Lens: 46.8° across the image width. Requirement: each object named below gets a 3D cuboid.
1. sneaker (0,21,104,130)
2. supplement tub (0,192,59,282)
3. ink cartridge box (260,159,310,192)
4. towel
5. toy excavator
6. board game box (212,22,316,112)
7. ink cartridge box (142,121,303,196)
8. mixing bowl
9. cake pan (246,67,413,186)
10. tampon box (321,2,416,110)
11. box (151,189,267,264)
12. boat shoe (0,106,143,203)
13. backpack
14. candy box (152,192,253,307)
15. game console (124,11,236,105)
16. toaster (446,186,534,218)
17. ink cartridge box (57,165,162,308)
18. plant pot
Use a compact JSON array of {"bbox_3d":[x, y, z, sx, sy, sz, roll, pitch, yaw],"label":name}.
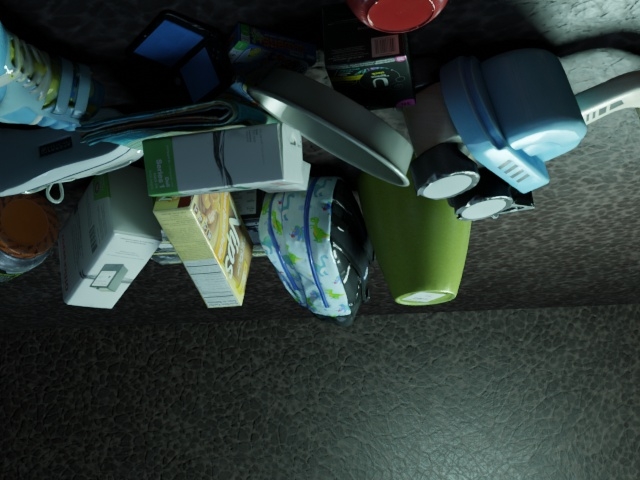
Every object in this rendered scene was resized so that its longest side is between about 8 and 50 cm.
[{"bbox_3d":[-0.423,-0.255,1.092,0.208,0.127,0.319,5,170,-18],"label":"sneaker"},{"bbox_3d":[-0.750,-0.002,1.722,0.194,0.193,0.316,14,156,-43],"label":"supplement tub"},{"bbox_3d":[-0.109,-0.149,1.541,0.109,0.063,0.150,-1,167,36],"label":"ink cartridge box"},{"bbox_3d":[-0.210,-0.187,1.292,0.272,0.040,0.370,-6,-179,13],"label":"towel"},{"bbox_3d":[0.403,-0.213,1.256,0.445,0.222,0.433,-24,155,30],"label":"toy excavator"},{"bbox_3d":[-0.115,-0.275,1.214,0.136,0.035,0.201,7,160,-29],"label":"board game box"},{"bbox_3d":[-0.147,-0.125,1.180,0.220,0.092,0.160,-5,-178,11],"label":"ink cartridge box"},{"bbox_3d":[0.101,-0.335,0.958,0.182,0.098,0.181,-3,163,-1],"label":"mixing bowl"},{"bbox_3d":[0.023,-0.180,1.159,0.293,0.054,0.293,30,180,0],"label":"cake pan"},{"bbox_3d":[0.076,-0.277,1.127,0.121,0.101,0.161,-6,163,11],"label":"tampon box"},{"bbox_3d":[-0.283,-0.029,1.860,0.395,0.097,0.318,-5,161,13],"label":"box"},{"bbox_3d":[-0.506,-0.153,1.416,0.367,0.135,0.156,-15,164,8],"label":"boat shoe"},{"bbox_3d":[0.000,0.000,1.733,0.273,0.290,0.355,11,156,5],"label":"backpack"},{"bbox_3d":[-0.238,-0.023,1.564,0.088,0.183,0.316,-5,138,14],"label":"candy box"},{"bbox_3d":[-0.218,-0.269,1.145,0.085,0.124,0.144,-23,180,-43],"label":"game console"},{"bbox_3d":[0.337,-0.143,1.498,0.168,0.185,0.110,3,166,-43],"label":"toaster"},{"bbox_3d":[-0.463,-0.007,1.608,0.115,0.198,0.273,11,138,-37],"label":"ink cartridge box"},{"bbox_3d":[0.226,-0.010,1.679,0.275,0.293,0.275,-3,163,-1],"label":"plant pot"}]
